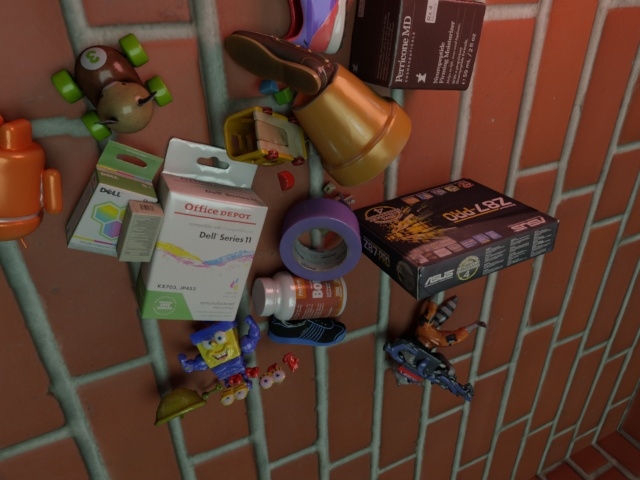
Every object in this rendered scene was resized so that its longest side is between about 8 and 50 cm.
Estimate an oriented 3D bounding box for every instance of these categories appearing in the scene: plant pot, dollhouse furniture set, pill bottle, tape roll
[{"bbox_3d":[0.048,-0.247,0.936,0.205,0.205,0.188,-48,121,3],"label":"plant pot"},{"bbox_3d":[0.029,-0.079,1.133,0.114,0.091,0.081,-47,173,29],"label":"dollhouse furniture set"},{"bbox_3d":[-0.053,0.135,1.135,0.216,0.121,0.121,0,116,-29],"label":"pill bottle"},{"bbox_3d":[0.000,0.000,1.070,0.188,0.080,0.189,0,127,0],"label":"tape roll"}]

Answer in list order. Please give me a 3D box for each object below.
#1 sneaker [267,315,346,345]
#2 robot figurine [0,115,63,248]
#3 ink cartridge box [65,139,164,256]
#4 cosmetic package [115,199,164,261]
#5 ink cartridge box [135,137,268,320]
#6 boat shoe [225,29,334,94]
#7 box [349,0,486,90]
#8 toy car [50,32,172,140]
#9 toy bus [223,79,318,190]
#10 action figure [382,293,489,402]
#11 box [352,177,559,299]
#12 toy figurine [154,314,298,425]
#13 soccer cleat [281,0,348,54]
[{"bbox_3d":[-0.024,0.224,1.224,0.232,0.081,0.091,4,121,-28],"label":"sneaker"},{"bbox_3d":[-0.529,-0.094,0.756,0.158,0.128,0.220,-10,121,-48],"label":"robot figurine"},{"bbox_3d":[-0.379,-0.070,0.853,0.109,0.062,0.209,17,119,-43],"label":"ink cartridge box"},{"bbox_3d":[-0.337,-0.015,0.853,0.060,0.041,0.115,5,127,-39],"label":"cosmetic package"},{"bbox_3d":[-0.244,-0.012,0.954,0.207,0.119,0.354,7,112,-30],"label":"ink cartridge box"},{"bbox_3d":[-0.075,-0.338,0.851,0.073,0.206,0.073,-57,171,-29],"label":"boat shoe"},{"bbox_3d":[0.191,-0.407,0.940,0.203,0.167,0.169,-8,119,-24],"label":"box"},{"bbox_3d":[-0.329,-0.234,0.745,0.155,0.188,0.149,-33,127,-9],"label":"toy car"},{"bbox_3d":[-0.107,-0.201,0.933,0.104,0.191,0.202,-9,132,28],"label":"toy bus"},{"bbox_3d":[0.366,0.343,1.444,0.341,0.178,0.330,41,99,-13],"label":"action figure"},{"bbox_3d":[0.306,-0.023,1.118,0.394,0.318,0.097,-16,123,-19],"label":"box"},{"bbox_3d":[-0.257,0.275,1.122,0.362,0.191,0.217,-23,90,2],"label":"toy figurine"},{"bbox_3d":[-0.008,-0.506,0.824,0.116,0.109,0.319,-7,121,-20],"label":"soccer cleat"}]
